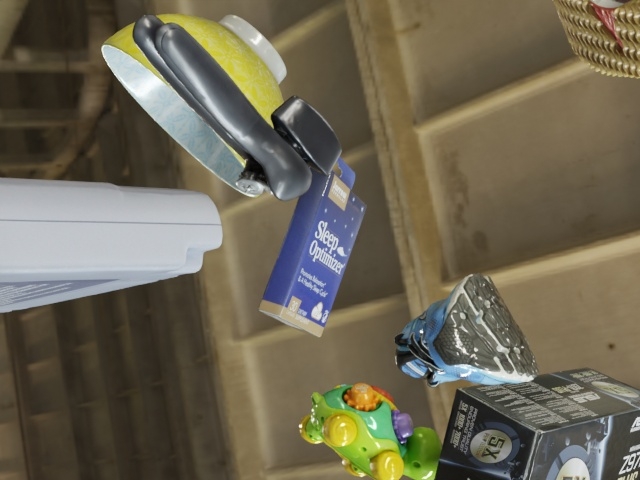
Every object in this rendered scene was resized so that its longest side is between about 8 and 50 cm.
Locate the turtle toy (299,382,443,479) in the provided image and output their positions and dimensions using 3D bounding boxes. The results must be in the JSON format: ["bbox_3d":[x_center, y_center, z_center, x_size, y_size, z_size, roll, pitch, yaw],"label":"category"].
[{"bbox_3d":[0.046,0.162,0.733,0.130,0.066,0.095,38,-19,-9],"label":"turtle toy"}]

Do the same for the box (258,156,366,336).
[{"bbox_3d":[0.000,0.000,1.111,0.036,0.136,0.225,14,-100,25],"label":"box"}]

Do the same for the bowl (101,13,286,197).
[{"bbox_3d":[-0.140,-0.212,1.202,0.289,0.156,0.289,40,-10,9],"label":"bowl"}]

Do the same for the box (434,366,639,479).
[{"bbox_3d":[0.175,0.188,0.694,0.077,0.180,0.148,24,-73,46],"label":"box"}]

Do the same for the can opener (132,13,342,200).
[{"bbox_3d":[-0.060,-0.087,0.600,0.059,0.186,0.073,15,-107,46],"label":"can opener"}]

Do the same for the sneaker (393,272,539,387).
[{"bbox_3d":[0.078,0.063,0.502,0.073,0.162,0.063,-31,-100,10],"label":"sneaker"}]

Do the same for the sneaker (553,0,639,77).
[{"bbox_3d":[0.201,-0.141,0.514,0.070,0.083,0.185,58,2,-25],"label":"sneaker"}]

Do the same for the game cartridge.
[{"bbox_3d":[-0.222,0.012,0.521,0.294,0.196,0.060,-12,-95,46],"label":"game cartridge"}]
